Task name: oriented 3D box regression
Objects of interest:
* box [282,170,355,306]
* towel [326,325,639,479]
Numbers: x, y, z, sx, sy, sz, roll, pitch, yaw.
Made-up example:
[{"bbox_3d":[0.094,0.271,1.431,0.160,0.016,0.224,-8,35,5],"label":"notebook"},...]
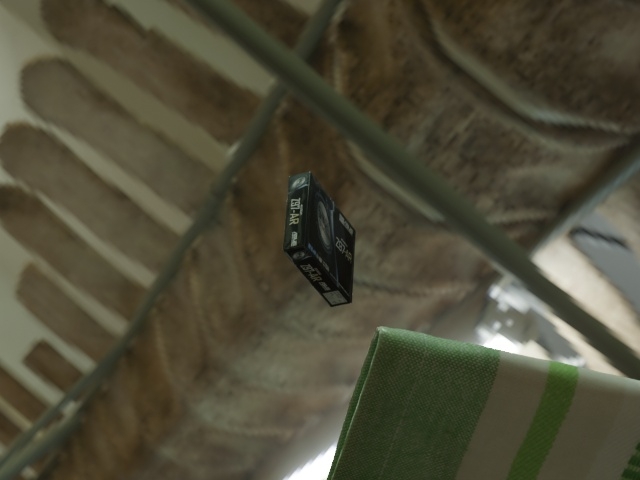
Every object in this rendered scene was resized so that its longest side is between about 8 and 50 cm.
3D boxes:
[{"bbox_3d":[0.000,0.000,1.122,0.018,0.067,0.083,-12,-37,22],"label":"box"},{"bbox_3d":[0.151,0.163,0.711,0.324,0.038,0.248,12,-56,-8],"label":"towel"}]
